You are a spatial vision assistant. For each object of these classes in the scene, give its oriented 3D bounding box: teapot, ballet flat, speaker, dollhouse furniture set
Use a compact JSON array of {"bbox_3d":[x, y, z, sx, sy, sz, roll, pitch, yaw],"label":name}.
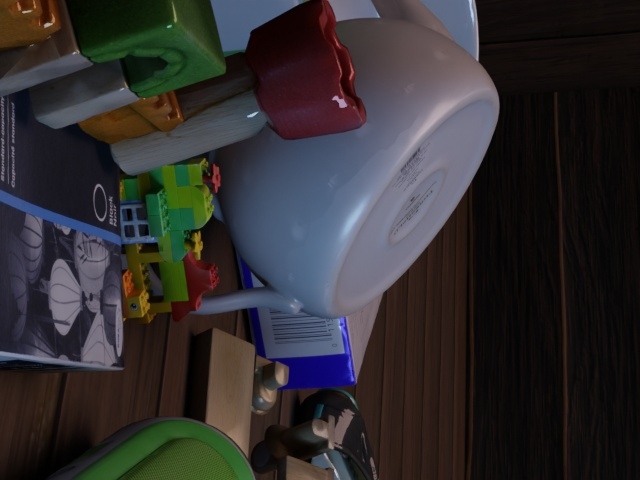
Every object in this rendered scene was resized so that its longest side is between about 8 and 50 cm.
[{"bbox_3d":[-0.001,-0.073,1.287,0.256,0.187,0.253,-29,150,-55],"label":"teapot"},{"bbox_3d":[0.027,0.293,1.890,0.096,0.095,0.280,-66,142,-47],"label":"ballet flat"},{"bbox_3d":[-0.121,0.190,1.019,0.296,0.131,0.131,-27,114,-78],"label":"speaker"},{"bbox_3d":[-0.083,0.182,1.482,0.151,0.123,0.144,26,53,-37],"label":"dollhouse furniture set"}]

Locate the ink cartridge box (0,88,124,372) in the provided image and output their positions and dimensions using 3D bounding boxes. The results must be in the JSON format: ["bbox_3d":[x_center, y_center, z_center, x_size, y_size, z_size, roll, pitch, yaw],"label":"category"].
[{"bbox_3d":[-0.185,-0.013,0.918,0.332,0.065,0.165,25,63,-77],"label":"ink cartridge box"}]

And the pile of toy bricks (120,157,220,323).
[{"bbox_3d":[-0.118,-0.032,1.154,0.118,0.105,0.212,-64,149,-69],"label":"pile of toy bricks"}]

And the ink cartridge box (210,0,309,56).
[{"bbox_3d":[-0.079,-0.239,1.274,0.219,0.160,0.093,-81,161,-46],"label":"ink cartridge box"}]

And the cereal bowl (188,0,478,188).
[{"bbox_3d":[-0.011,-0.153,1.491,0.339,0.141,0.339,-15,111,-45],"label":"cereal bowl"}]

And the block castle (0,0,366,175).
[{"bbox_3d":[-0.094,-0.226,0.880,0.453,0.212,0.303,37,36,-76],"label":"block castle"}]

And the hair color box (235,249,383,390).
[{"bbox_3d":[0.000,0.000,1.763,0.339,0.110,0.185,-64,148,-66],"label":"hair color box"}]
